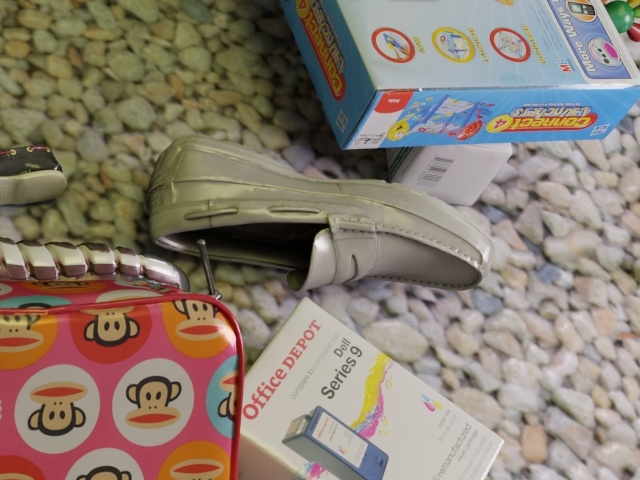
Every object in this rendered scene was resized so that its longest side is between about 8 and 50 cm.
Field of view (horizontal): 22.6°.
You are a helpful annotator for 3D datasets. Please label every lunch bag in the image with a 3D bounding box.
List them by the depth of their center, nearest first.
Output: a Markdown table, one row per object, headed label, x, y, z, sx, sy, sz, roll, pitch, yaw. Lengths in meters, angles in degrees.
| label | x | y | z | sx | sy | sz | roll | pitch | yaw |
| --- | --- | --- | --- | --- | --- | --- | --- | --- | --- |
| lunch bag | -0.202 | 0.160 | 1.151 | 0.293 | 0.120 | 0.258 | 1 | 95 | -26 |

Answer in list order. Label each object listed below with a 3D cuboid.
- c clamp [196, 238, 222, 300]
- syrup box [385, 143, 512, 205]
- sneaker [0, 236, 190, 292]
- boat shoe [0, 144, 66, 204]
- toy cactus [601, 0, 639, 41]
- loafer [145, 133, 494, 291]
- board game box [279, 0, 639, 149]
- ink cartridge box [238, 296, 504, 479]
| label | x | y | z | sx | sy | sz | roll | pitch | yaw |
| --- | --- | --- | --- | --- | --- | --- | --- | --- | --- |
| c clamp | -0.123 | 0.100 | 1.293 | 0.022 | 0.137 | 0.161 | 8 | 42 | 35 |
| syrup box | 0.117 | -0.160 | 1.605 | 0.096 | 0.093 | 0.237 | 9 | 53 | -21 |
| sneaker | -0.237 | 0.084 | 1.264 | 0.281 | 0.106 | 0.162 | 7 | 73 | -28 |
| boat shoe | -0.283 | -0.055 | 1.359 | 0.133 | 0.049 | 0.042 | -7 | 55 | -33 |
| toy cactus | 0.274 | -0.262 | 1.774 | 0.219 | 0.112 | 0.180 | 25 | 68 | -11 |
| loafer | 0.000 | 0.000 | 1.427 | 0.319 | 0.112 | 0.111 | 13 | 57 | -8 |
| board game box | 0.115 | -0.236 | 1.537 | 0.302 | 0.086 | 0.308 | -4 | 57 | -28 |
| ink cartridge box | 0.020 | 0.174 | 1.314 | 0.212 | 0.093 | 0.154 | 35 | 49 | 3 |
